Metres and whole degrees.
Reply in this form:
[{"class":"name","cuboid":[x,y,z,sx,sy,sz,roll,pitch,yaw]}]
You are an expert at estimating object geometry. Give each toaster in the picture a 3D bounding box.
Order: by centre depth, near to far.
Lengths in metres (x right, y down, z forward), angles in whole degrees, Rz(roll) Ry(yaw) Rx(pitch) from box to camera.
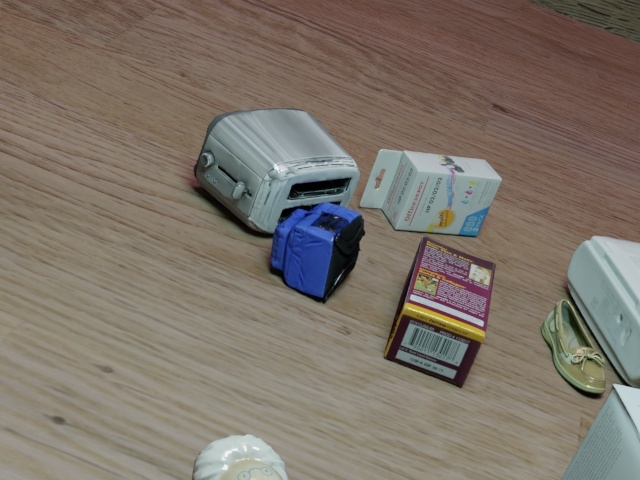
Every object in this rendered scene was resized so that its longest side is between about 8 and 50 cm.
[{"class":"toaster","cuboid":[-0.050,-0.095,1.551,0.227,0.129,0.146,-8,43,-43]}]

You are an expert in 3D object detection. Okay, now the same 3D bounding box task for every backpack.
[{"class":"backpack","cuboid":[0.000,0.000,1.447,0.101,0.098,0.120,25,30,17]}]

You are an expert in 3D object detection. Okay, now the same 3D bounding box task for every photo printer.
[{"class":"photo printer","cuboid":[0.525,0.113,1.567,0.307,0.107,0.256,9,32,-20]}]

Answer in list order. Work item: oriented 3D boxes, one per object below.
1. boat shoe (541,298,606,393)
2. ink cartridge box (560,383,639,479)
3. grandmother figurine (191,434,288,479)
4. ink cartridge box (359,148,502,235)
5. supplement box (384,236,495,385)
[{"class":"boat shoe","cuboid":[0.333,0.138,1.467,0.056,0.048,0.153,11,30,-16]},{"class":"ink cartridge box","cuboid":[0.309,0.296,0.918,0.272,0.309,0.130,14,30,-13]},{"class":"grandmother figurine","cuboid":[-0.010,0.298,0.940,0.208,0.104,0.342,6,34,-40]},{"class":"ink cartridge box","cuboid":[0.160,-0.069,1.654,0.181,0.104,0.061,4,32,-25]},{"class":"supplement box","cuboid":[0.152,0.085,1.412,0.104,0.081,0.188,21,29,2]}]
